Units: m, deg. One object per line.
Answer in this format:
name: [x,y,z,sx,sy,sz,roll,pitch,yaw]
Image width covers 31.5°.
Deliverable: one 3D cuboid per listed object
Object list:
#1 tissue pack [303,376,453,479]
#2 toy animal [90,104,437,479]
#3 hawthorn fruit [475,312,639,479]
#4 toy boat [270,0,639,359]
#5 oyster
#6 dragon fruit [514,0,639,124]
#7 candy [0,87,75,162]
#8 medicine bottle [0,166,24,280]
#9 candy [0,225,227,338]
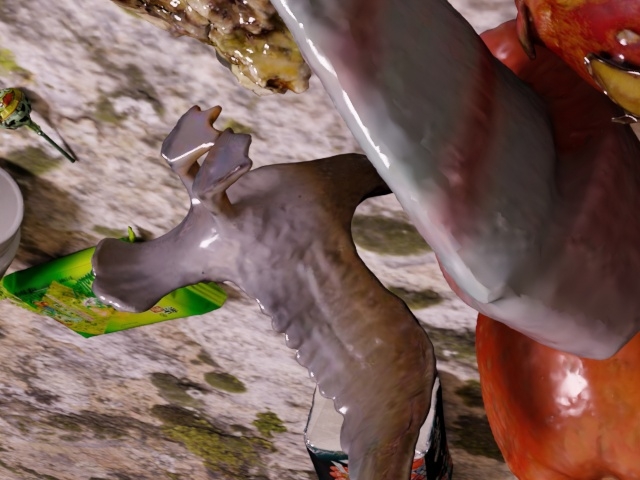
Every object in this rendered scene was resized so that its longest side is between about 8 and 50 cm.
tissue pack: [0.052,0.174,0.940,0.103,0.091,0.170,4,150,13]
toy animal: [-0.006,-0.009,0.569,0.160,0.272,0.197,26,109,-44]
hawthorn fruit: [0.154,0.123,0.608,0.165,0.286,0.165,7,140,6]
toy boat: [0.027,-0.085,0.439,0.096,0.206,0.282,-32,113,29]
oyster: [-0.069,-0.129,0.516,0.165,0.053,0.108,25,140,-3]
dragon fruit: [0.178,-0.104,0.378,0.246,0.125,0.125,-10,139,26]
candy: [-0.176,-0.066,0.701,0.023,0.025,0.083,-15,149,14]
medicine bottle: [-0.252,-0.001,0.786,0.080,0.080,0.130,24,150,-16]
candy: [-0.165,0.041,0.868,0.178,0.032,0.102,-15,140,41]
